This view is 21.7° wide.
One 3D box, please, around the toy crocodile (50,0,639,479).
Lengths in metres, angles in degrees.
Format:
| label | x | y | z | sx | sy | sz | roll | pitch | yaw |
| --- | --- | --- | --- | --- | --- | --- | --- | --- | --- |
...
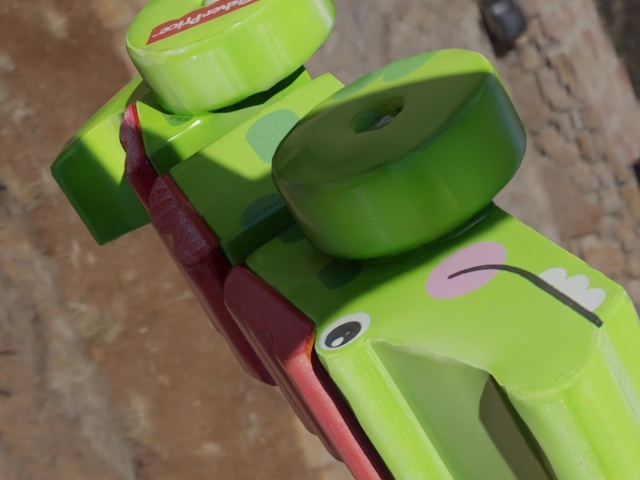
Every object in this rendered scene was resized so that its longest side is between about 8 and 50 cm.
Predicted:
| label | x | y | z | sx | sy | sz | roll | pitch | yaw |
| --- | --- | --- | --- | --- | --- | --- | --- | --- | --- |
| toy crocodile | 0.000 | 0.000 | 0.494 | 0.105 | 0.340 | 0.115 | -34 | 120 | -7 |
